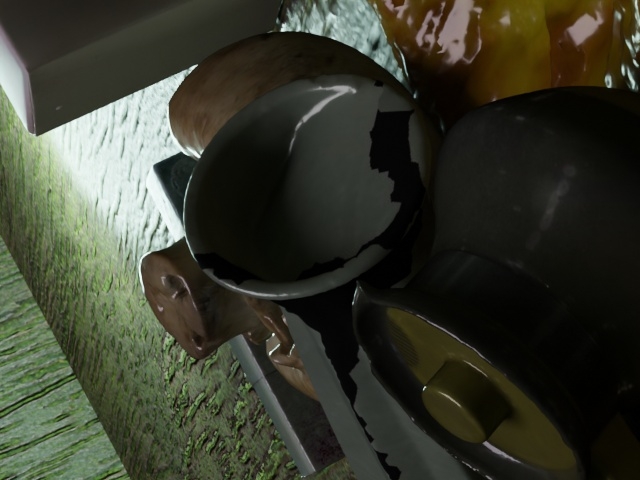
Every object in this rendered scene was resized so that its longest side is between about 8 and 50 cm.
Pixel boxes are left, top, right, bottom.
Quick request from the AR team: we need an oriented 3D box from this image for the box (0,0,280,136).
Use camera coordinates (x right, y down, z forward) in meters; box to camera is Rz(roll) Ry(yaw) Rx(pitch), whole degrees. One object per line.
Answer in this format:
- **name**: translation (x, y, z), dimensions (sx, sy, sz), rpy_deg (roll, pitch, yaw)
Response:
- **box**: translation (-0.175, -0.229, 1.090), dimensions (0.252, 0.203, 0.106), rpy_deg (59, 161, 16)

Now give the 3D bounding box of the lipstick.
- **lipstick**: translation (-0.059, 0.063, 1.396), dimensions (0.317, 0.066, 0.068), rpy_deg (62, 162, 7)

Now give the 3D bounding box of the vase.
- **vase**: translation (0.059, 0.067, 0.773), dimensions (0.165, 0.165, 0.360), rpy_deg (48, 177, 41)

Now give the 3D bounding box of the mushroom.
- **mushroom**: translation (0.000, 0.000, 0.935), dimensions (0.189, 0.195, 0.254), rpy_deg (13, 130, 63)

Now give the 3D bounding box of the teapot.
- **teapot**: translation (0.094, 0.030, 0.509), dimensions (0.166, 0.119, 0.130), rpy_deg (45, 160, -3)

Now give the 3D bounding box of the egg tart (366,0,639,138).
- **egg tart**: translation (0.100, -0.141, 0.590), dimensions (0.295, 0.116, 0.295), rpy_deg (55, 159, 33)
